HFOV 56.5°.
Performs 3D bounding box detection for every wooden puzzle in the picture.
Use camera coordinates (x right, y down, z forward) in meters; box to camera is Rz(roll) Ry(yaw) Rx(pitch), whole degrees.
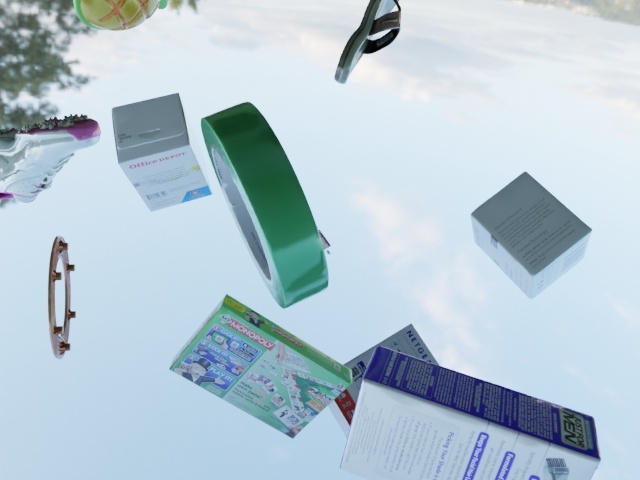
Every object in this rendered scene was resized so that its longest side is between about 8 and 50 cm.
[{"bbox_3d":[0.000,0.000,1.475,0.006,0.049,0.083,-36,-90,-28],"label":"wooden puzzle"}]

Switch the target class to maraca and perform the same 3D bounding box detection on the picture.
[{"bbox_3d":[-0.267,-0.360,0.841,0.099,0.127,0.186,43,-131,10],"label":"maraca"}]

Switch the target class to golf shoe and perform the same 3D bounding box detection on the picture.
[{"bbox_3d":[-0.512,-0.146,1.087,0.306,0.140,0.115,-6,-160,25],"label":"golf shoe"}]

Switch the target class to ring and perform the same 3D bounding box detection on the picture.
[{"bbox_3d":[-0.701,0.153,1.629,0.032,0.336,0.336,0,-154,-15],"label":"ring"}]

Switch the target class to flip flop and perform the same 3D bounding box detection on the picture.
[{"bbox_3d":[0.121,-0.440,1.259,0.080,0.277,0.112,28,166,7],"label":"flip flop"}]

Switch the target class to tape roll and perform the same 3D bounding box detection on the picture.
[{"bbox_3d":[-0.091,-0.053,0.936,0.077,0.321,0.321,-24,-147,-11],"label":"tape roll"}]

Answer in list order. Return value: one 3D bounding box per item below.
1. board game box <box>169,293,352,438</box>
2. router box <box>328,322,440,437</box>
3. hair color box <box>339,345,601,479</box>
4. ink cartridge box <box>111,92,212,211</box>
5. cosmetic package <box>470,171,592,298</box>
[{"bbox_3d":[-0.123,0.271,1.244,0.317,0.213,0.046,34,-155,-15],"label":"board game box"},{"bbox_3d":[0.200,0.431,1.538,0.301,0.082,0.335,-28,-105,-23],"label":"router box"},{"bbox_3d":[0.217,0.309,0.908,0.339,0.185,0.110,18,-154,13],"label":"hair color box"},{"bbox_3d":[-0.389,-0.215,1.477,0.171,0.232,0.168,-15,-115,-5],"label":"ink cartridge box"},{"bbox_3d":[0.431,-0.009,1.235,0.151,0.151,0.183,-38,-120,-2],"label":"cosmetic package"}]
